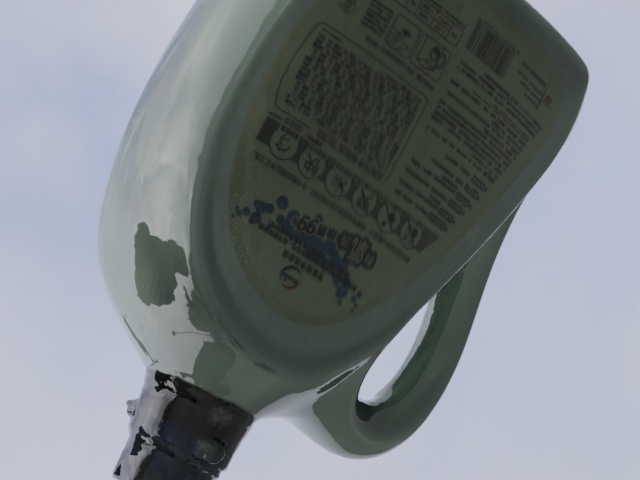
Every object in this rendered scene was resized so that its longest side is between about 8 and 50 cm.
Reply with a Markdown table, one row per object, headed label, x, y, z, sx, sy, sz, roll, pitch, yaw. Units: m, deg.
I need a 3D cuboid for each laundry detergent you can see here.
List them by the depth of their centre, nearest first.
| label | x | y | z | sx | sy | sz | roll | pitch | yaw |
| --- | --- | --- | --- | --- | --- | --- | --- | --- | --- |
| laundry detergent | 0.000 | 0.000 | 0.908 | 0.215 | 0.105 | 0.280 | 32 | -102 | -39 |
